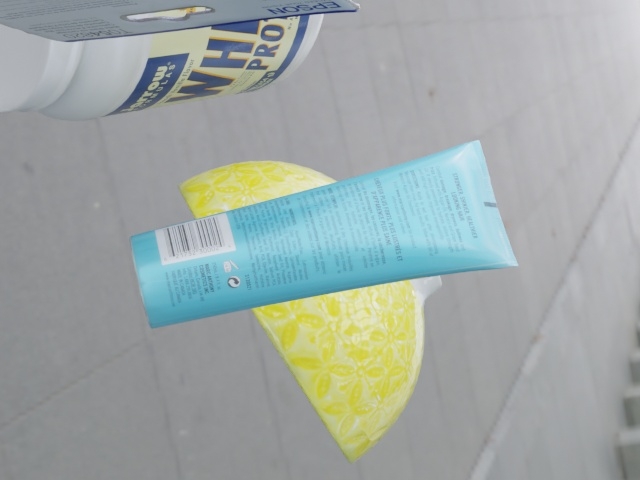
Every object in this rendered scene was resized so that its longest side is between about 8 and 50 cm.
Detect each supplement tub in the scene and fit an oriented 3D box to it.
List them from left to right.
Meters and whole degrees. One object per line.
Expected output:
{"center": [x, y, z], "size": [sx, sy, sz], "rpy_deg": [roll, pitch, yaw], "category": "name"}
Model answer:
{"center": [-0.178, -0.239, 1.251], "size": [0.325, 0.235, 0.235], "rpy_deg": [-17, 96, -44], "category": "supplement tub"}

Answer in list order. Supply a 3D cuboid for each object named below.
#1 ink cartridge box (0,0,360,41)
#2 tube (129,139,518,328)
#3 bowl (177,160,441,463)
{"center": [-0.126, -0.148, 0.666], "size": [0.224, 0.223, 0.045], "rpy_deg": [7, 83, -59], "category": "ink cartridge box"}
{"center": [0.000, 0.000, 0.739], "size": [0.052, 0.207, 0.080], "rpy_deg": [93, -16, -72], "category": "tube"}
{"center": [0.013, 0.035, 1.181], "size": [0.289, 0.156, 0.289], "rpy_deg": [58, -4, 7], "category": "bowl"}
